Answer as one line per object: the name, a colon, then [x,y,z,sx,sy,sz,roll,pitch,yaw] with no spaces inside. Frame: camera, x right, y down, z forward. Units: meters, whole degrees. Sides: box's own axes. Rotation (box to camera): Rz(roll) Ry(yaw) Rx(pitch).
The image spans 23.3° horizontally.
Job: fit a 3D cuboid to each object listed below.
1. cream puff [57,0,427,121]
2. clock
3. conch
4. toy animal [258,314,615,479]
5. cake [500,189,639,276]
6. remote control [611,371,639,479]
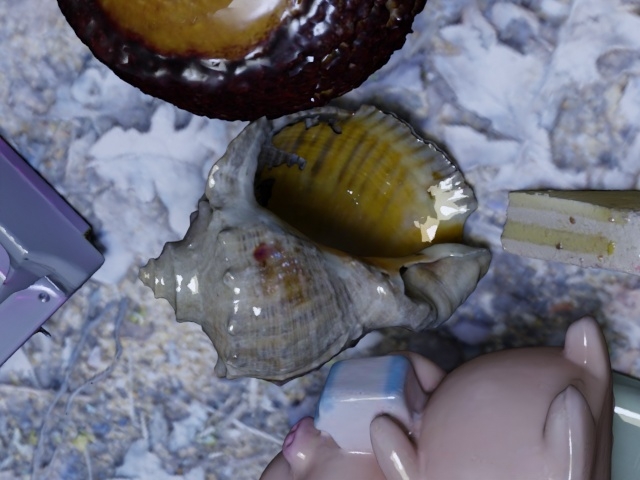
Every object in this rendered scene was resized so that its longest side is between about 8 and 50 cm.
cream puff: [-0.042,-0.187,0.927,0.239,0.165,0.239,2,95,21]
clock: [-0.299,-0.005,1.121,0.253,0.083,0.186,45,116,-4]
conch: [0.000,0.000,1.008,0.245,0.163,0.178,-1,112,-20]
toy animal: [0.067,0.169,0.990,0.256,0.195,0.213,-5,124,24]
cake: [0.171,-0.007,1.007,0.121,0.065,0.052,4,109,22]
remote control: [0.275,0.161,1.050,0.310,0.038,0.090,18,115,9]
